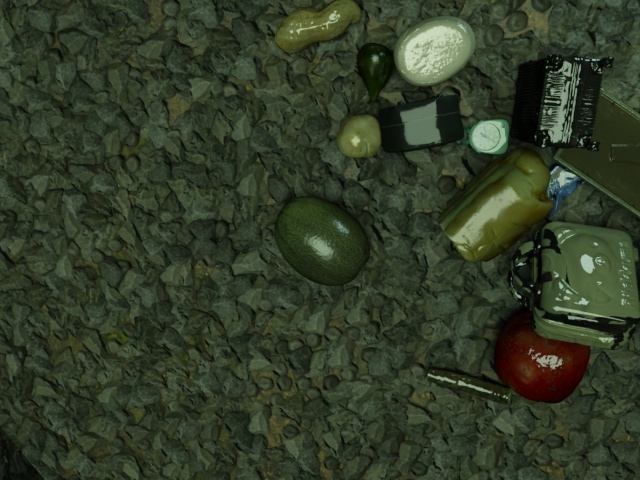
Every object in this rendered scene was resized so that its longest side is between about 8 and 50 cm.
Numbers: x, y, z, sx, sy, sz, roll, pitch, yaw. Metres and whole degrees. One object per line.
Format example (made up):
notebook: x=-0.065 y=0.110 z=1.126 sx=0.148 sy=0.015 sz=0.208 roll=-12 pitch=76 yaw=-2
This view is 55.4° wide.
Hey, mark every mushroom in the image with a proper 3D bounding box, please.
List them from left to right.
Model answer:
mushroom: x=0.116 y=-0.310 z=1.807 sx=0.148 sy=0.112 sz=0.148 roll=1 pitch=84 yaw=-8

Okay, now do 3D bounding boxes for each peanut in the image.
peanut: x=-0.010 y=-0.624 z=1.766 sx=0.263 sy=0.101 sz=0.117 roll=-13 pitch=119 yaw=11

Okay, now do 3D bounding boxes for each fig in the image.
fig: x=0.162 y=-0.483 z=1.771 sx=0.117 sy=0.117 sz=0.178 roll=-3 pitch=121 yaw=10

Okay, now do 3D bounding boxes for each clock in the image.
clock: x=0.481 y=-0.306 z=1.786 sx=0.135 sy=0.041 sz=0.101 roll=4 pitch=103 yaw=10

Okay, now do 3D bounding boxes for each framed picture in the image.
framed picture: x=0.856 y=-0.237 z=1.714 sx=0.335 sy=0.022 sz=0.247 roll=34 pitch=88 yaw=1

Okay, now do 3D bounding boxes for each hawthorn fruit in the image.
hawthorn fruit: x=0.641 y=0.356 z=1.805 sx=0.265 sy=0.265 sz=0.307 roll=16 pitch=126 yaw=5

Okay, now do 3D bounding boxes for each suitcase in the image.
suitcase: x=0.616 y=-0.358 z=1.601 sx=0.152 sy=0.335 sz=0.230 roll=6 pitch=103 yaw=4
suitcase: x=0.696 y=0.110 z=1.687 sx=0.339 sy=0.352 sz=0.194 roll=10 pitch=142 yaw=9

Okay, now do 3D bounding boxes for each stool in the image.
stool: x=0.282 y=-0.331 z=1.725 sx=0.232 sy=0.232 sz=0.141 roll=-10 pitch=100 yaw=11

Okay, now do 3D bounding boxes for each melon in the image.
melon: x=0.000 y=0.000 z=1.831 sx=0.301 sy=0.237 sz=0.237 roll=37 pitch=105 yaw=4

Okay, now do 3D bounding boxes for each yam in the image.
yam: x=0.472 y=0.460 z=1.948 sx=0.274 sy=0.061 sz=0.061 roll=15 pitch=104 yaw=7

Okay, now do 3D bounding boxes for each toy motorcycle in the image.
toy motorcycle: x=0.698 y=-0.167 z=1.768 sx=0.114 sy=0.076 sz=0.205 roll=36 pitch=106 yaw=-7

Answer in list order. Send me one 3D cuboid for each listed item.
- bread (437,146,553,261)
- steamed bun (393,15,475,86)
bread: x=0.504 y=-0.094 z=1.701 sx=0.210 sy=0.300 sz=0.341 roll=44 pitch=101 yaw=-4
steamed bun: x=0.318 y=-0.536 z=1.715 sx=0.228 sy=0.131 sz=0.177 roll=-24 pitch=108 yaw=12
